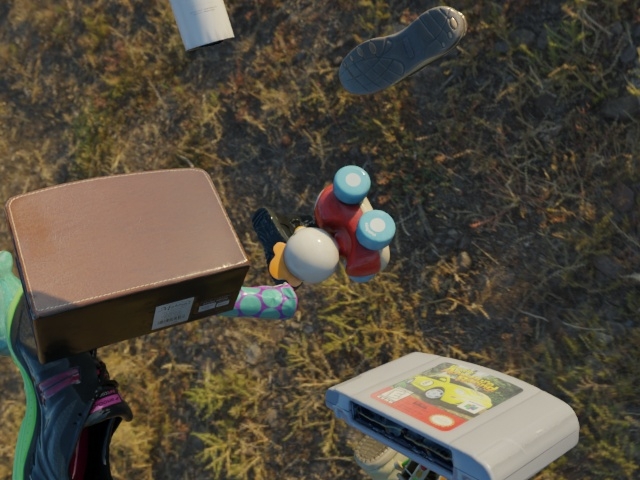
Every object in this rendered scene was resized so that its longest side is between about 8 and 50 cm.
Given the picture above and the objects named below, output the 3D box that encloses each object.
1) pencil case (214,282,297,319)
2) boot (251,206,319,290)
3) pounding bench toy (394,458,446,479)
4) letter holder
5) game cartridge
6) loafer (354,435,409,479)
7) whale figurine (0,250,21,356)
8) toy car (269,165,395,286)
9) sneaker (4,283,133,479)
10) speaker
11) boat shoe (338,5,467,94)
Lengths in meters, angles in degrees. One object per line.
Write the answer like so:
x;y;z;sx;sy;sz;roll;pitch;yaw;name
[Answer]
-0.122;0.106;1.080;0.064;0.152;0.070;-153;69;-68;pencil case
-0.051;0.024;1.542;0.094;0.207;0.246;-43;59;29;boot
0.157;0.353;0.937;0.065;0.052;0.083;-58;35;0;pounding bench toy
-0.297;0.023;0.917;0.214;0.302;0.152;62;149;25;letter holder
0.170;0.223;0.794;0.294;0.196;0.060;10;105;52;game cartridge
0.182;0.383;1.190;0.102;0.269;0.092;20;133;56;loafer
-0.785;0.166;1.527;0.141;0.216;0.271;1;107;18;whale figurine
0.000;0.000;1.214;0.238;0.219;0.210;-21;70;-15;toy car
-0.435;0.258;1.084;0.203;0.185;0.482;-3;92;17;sneaker
-0.134;-0.267;0.614;0.055;0.055;0.136;-4;112;36;speaker
0.210;-0.457;1.491;0.356;0.130;0.132;-14;93;37;boat shoe
